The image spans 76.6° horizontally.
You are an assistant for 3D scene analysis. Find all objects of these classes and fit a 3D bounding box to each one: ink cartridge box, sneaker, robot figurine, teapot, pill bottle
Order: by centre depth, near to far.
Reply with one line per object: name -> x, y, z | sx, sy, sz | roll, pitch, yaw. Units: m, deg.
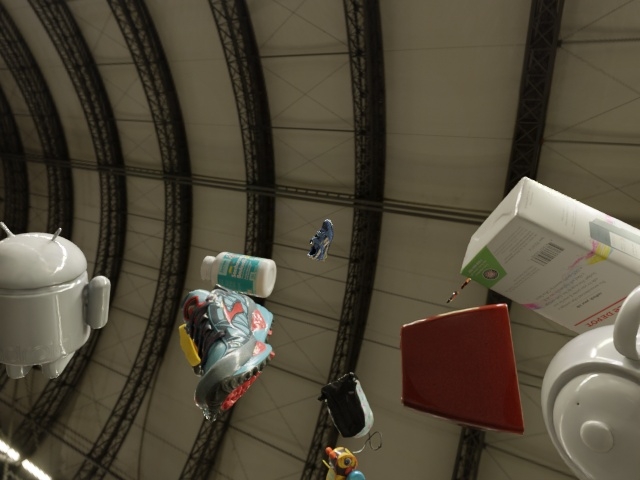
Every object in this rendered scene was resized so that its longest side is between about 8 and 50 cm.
teapot -> 0.384, 0.220, 0.503 | 0.252, 0.187, 0.255 | -49, -134, 41
sneaker -> -0.137, 0.125, 0.518 | 0.125, 0.262, 0.104 | 41, -90, -8
ink cartridge box -> 0.486, 0.054, 0.772 | 0.354, 0.119, 0.207 | 28, -36, 6
robot figurine -> -0.636, 0.134, 0.913 | 0.301, 0.200, 0.352 | 2, -72, -16
sneaker -> 0.000, 0.000, 1.309 | 0.053, 0.059, 0.144 | 34, -68, 60
pill bottle -> -0.312, 0.125, 1.536 | 0.265, 0.146, 0.146 | 9, -70, 9

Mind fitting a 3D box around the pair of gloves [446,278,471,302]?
pair of gloves -> 0.345, 0.122, 1.007 | 0.010, 0.074, 0.083 | 43, -65, 19

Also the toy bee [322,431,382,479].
toy bee -> 0.065, 0.776, 1.383 | 0.162, 0.298, 0.195 | 33, -32, -22

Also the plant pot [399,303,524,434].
plant pot -> 0.313, 0.313, 0.979 | 0.236, 0.267, 0.266 | -1, -115, 11

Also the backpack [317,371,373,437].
backpack -> 0.096, 0.542, 1.315 | 0.152, 0.115, 0.181 | -36, -124, 16

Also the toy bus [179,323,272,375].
toy bus -> -0.253, 0.281, 1.143 | 0.212, 0.220, 0.149 | -31, -125, 2
